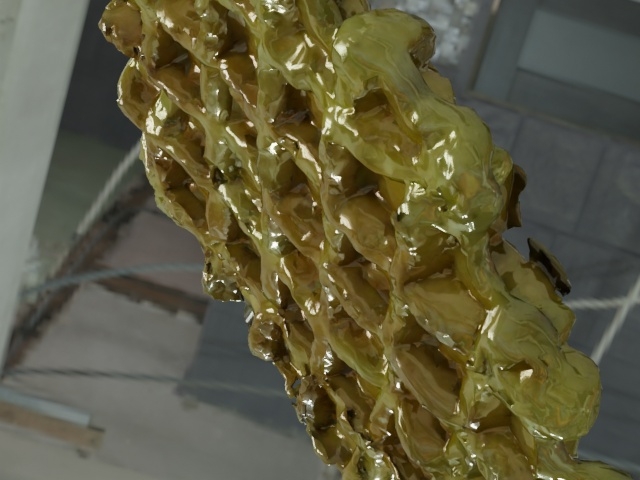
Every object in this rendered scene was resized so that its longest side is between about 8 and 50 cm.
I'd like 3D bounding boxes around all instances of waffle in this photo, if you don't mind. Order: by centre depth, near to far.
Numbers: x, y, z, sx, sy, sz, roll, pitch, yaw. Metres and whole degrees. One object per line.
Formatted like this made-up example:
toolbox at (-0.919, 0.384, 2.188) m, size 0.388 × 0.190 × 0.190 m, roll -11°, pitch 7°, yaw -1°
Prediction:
waffle at (0.003, -0.002, 0.559) m, size 0.060 × 0.312 × 0.307 m, roll -28°, pitch -175°, yaw -20°
